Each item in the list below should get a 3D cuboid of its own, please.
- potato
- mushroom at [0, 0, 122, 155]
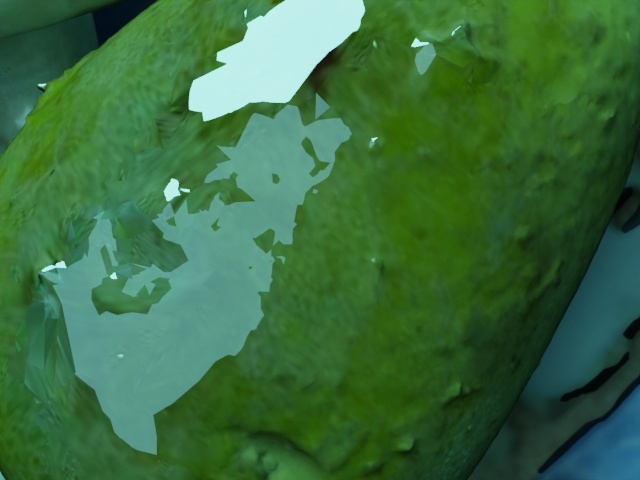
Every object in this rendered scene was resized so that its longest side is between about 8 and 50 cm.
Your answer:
[{"bbox_3d":[-0.011,-0.016,0.435,0.269,0.219,0.359,34,92,11],"label":"potato"},{"bbox_3d":[-0.184,-0.150,0.533,0.243,0.243,0.243,-2,86,22],"label":"mushroom"}]
